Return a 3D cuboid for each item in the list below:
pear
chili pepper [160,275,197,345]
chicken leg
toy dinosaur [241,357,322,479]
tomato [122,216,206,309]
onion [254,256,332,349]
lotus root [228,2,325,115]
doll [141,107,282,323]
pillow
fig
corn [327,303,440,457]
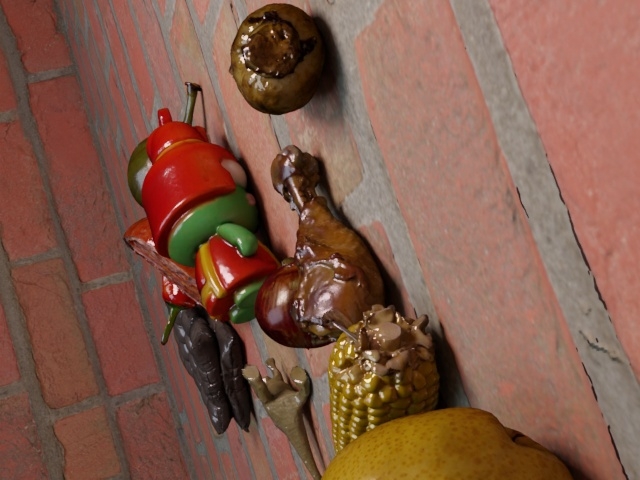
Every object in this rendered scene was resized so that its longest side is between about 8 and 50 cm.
[{"bbox_3d":[0.094,0.221,0.599,0.209,0.208,0.209,165,90,-72],"label":"pear"},{"bbox_3d":[-0.282,0.019,1.662,0.137,0.091,0.369,-47,39,43],"label":"chili pepper"},{"bbox_3d":[0.002,0.001,0.881,0.107,0.087,0.252,-41,52,31],"label":"chicken leg"},{"bbox_3d":[-0.040,0.272,1.264,0.251,0.072,0.200,41,154,39],"label":"toy dinosaur"},{"bbox_3d":[-0.228,0.029,1.446,0.236,0.095,0.237,33,162,13],"label":"tomato"},{"bbox_3d":[-0.022,0.072,0.959,0.117,0.118,0.119,157,97,-76],"label":"onion"},{"bbox_3d":[-0.051,-0.184,0.871,0.190,0.094,0.108,-165,84,-78],"label":"lotus root"},{"bbox_3d":[-0.179,-0.050,1.224,0.183,0.160,0.363,106,145,-59],"label":"doll"},{"bbox_3d":[-0.237,0.224,1.714,0.326,0.101,0.228,-133,31,-58],"label":"pillow"},{"bbox_3d":[-0.238,-0.153,1.440,0.259,0.151,0.151,-47,56,37],"label":"fig"},{"bbox_3d":[0.058,0.195,0.822,0.106,0.106,0.305,-124,25,-44],"label":"corn"}]
